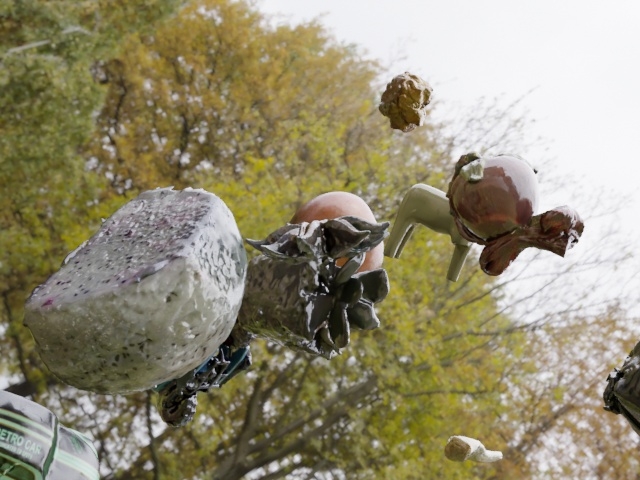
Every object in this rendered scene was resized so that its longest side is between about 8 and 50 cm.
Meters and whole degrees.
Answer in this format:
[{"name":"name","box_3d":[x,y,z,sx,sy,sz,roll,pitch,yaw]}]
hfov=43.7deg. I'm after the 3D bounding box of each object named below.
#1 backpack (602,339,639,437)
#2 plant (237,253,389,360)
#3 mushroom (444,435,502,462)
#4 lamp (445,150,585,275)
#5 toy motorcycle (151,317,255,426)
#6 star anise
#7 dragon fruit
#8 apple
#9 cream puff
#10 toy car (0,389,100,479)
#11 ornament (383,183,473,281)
[{"name":"backpack","box_3d":[0.710,0.327,1.402,0.363,0.446,0.254,33,-88,39]},{"name":"plant","box_3d":[-0.010,0.113,1.485,0.276,0.198,0.188,-1,-29,37]},{"name":"mushroom","box_3d":[0.334,0.461,1.729,0.059,0.202,0.054,-1,-109,37]},{"name":"lamp","box_3d":[0.323,-0.064,1.368,0.215,0.151,0.223,-28,-87,42]},{"name":"toy motorcycle","box_3d":[-0.294,0.251,1.916,0.416,0.172,0.232,-54,-125,26]},{"name":"star anise","box_3d":[0.000,0.000,1.149,0.180,0.205,0.061,-176,-101,-77]},{"name":"dragon fruit","box_3d":[-0.199,0.076,1.029,0.221,0.283,0.203,-10,-60,26]},{"name":"apple","box_3d":[0.023,0.012,1.874,0.254,0.254,0.253,32,-45,38]},{"name":"cream puff","box_3d":[0.174,-0.275,1.590,0.094,0.122,0.116,28,-33,-18]},{"name":"toy car","box_3d":[-0.423,0.290,1.112,0.125,0.136,0.306,-32,-52,28]},{"name":"ornament","box_3d":[0.266,-0.044,1.595,0.230,0.061,0.244,24,-82,29]}]
